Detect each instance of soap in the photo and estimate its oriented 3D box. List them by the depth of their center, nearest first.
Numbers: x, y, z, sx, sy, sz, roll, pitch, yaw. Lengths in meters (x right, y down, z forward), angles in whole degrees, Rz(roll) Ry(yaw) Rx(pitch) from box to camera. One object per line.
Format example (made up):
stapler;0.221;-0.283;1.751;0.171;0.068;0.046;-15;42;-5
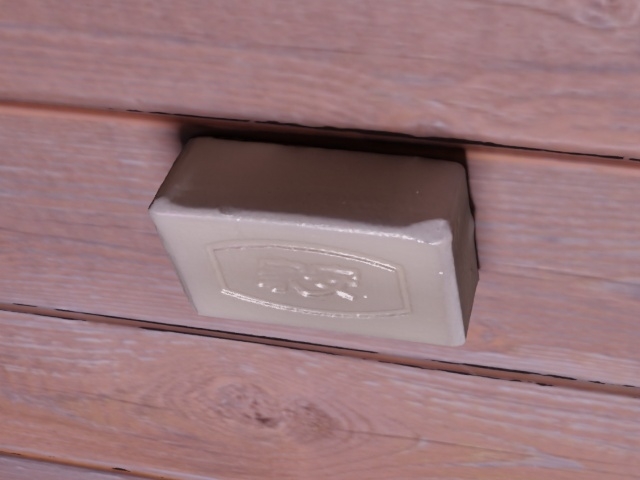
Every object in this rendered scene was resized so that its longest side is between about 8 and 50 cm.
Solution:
soap;0.000;0.000;0.896;0.183;0.064;0.121;6;144;16
